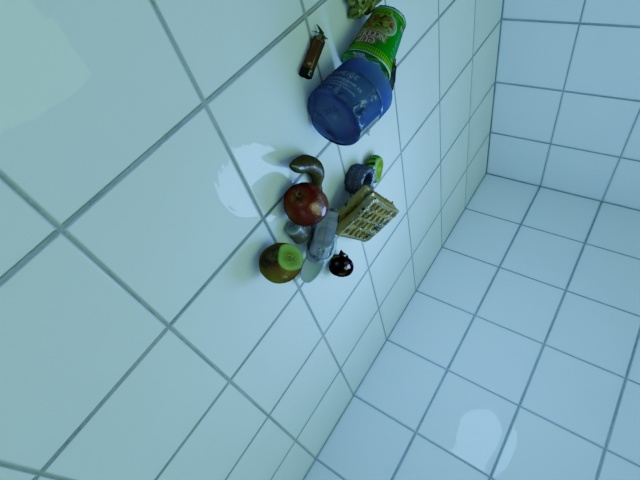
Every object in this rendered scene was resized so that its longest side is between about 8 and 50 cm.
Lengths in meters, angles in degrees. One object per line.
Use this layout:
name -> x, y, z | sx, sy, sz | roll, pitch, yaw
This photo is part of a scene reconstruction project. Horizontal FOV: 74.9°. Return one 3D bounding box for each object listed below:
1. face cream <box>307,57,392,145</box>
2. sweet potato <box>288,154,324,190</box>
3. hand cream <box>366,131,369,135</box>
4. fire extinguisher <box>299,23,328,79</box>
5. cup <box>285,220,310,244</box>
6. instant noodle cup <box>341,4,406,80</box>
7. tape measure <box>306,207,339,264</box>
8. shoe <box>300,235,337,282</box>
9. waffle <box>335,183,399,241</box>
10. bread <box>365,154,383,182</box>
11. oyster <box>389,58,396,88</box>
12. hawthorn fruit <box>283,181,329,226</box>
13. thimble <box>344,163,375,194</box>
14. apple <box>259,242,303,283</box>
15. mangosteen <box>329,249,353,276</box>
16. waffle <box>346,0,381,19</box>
face cream -> 0.106, -0.506, 1.546 | 0.225, 0.249, 0.248 | -51, 146, -24
sweet potato -> -0.040, -0.273, 1.641 | 0.108, 0.079, 0.346 | -59, 156, -2
hand cream -> 0.248, -0.609, 1.904 | 0.084, 0.050, 0.256 | 17, 101, -58
fire extinguisher -> -0.024, -0.651, 1.445 | 0.062, 0.050, 0.177 | 20, 91, -21
cup -> -0.086, -0.047, 1.709 | 0.102, 0.074, 0.099 | -59, 148, -16
instant noodle cup -> 0.218, -0.757, 1.613 | 0.207, 0.207, 0.232 | 38, 74, -59
tape measure -> 0.000, 0.000, 1.790 | 0.197, 0.120, 0.235 | 122, -17, -65
shoe -> 0.004, 0.084, 1.925 | 0.264, 0.095, 0.110 | -60, 159, -6
waffle -> 0.215, -0.122, 2.005 | 0.261, 0.114, 0.376 | -45, 156, 17
bread -> 0.262, -0.353, 2.063 | 0.130, 0.071, 0.139 | -27, 121, -59
oyster -> 0.230, -0.663, 1.762 | 0.198, 0.133, 0.336 | 35, 74, -51
hawthorn fruit -> -0.058, -0.143, 1.608 | 0.173, 0.173, 0.172 | -36, 137, -42
thimble -> 0.189, -0.284, 1.971 | 0.150, 0.098, 0.150 | -34, 135, -43
apple -> -0.154, 0.087, 1.602 | 0.147, 0.163, 0.146 | 36, 35, -48
mangosteen -> 0.103, 0.115, 2.085 | 0.140, 0.140, 0.140 | -36, 137, -42
waffle -> 0.179, -0.983, 1.520 | 0.297, 0.073, 0.317 | -46, 148, -29
